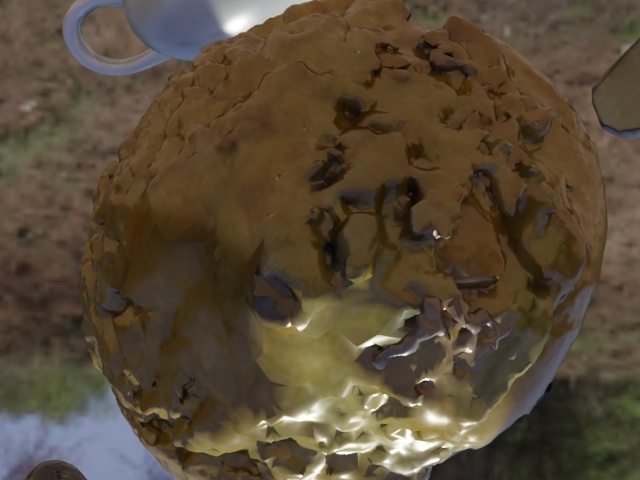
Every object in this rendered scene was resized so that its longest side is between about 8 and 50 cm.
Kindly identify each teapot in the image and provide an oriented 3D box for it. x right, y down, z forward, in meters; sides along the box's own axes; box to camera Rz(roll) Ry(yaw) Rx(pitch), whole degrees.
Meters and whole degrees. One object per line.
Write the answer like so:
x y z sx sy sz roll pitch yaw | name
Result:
-0.056 -0.158 0.929 0.226 0.092 0.145 -29 -163 20 | teapot

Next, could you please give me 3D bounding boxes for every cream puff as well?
0.000 0.000 0.511 0.189 0.189 0.129 9 159 41 | cream puff

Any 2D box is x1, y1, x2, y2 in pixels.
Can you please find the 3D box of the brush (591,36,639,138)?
0.270 -0.170 0.807 0.085 0.336 0.020 49 179 30 | brush

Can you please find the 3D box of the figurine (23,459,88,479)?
-0.172 0.202 1.110 0.106 0.060 0.047 45 147 -22 | figurine
